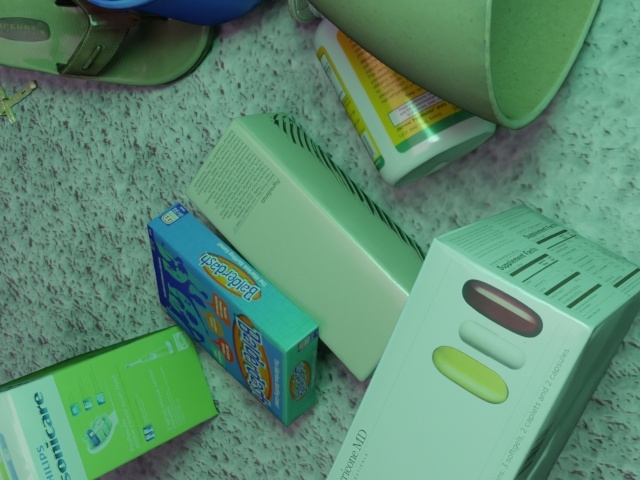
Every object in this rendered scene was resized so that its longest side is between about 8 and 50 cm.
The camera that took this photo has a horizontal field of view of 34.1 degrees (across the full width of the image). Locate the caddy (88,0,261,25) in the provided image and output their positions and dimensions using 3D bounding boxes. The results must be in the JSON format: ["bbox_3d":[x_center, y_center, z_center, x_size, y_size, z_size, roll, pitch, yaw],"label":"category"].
[{"bbox_3d":[-0.116,-0.359,0.973,0.341,0.179,0.241,-37,68,27],"label":"caddy"}]

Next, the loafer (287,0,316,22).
[{"bbox_3d":[-0.014,-0.280,1.040,0.039,0.045,0.125,22,107,53],"label":"loafer"}]

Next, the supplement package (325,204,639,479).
[{"bbox_3d":[0.149,0.125,0.918,0.145,0.204,0.261,31,114,23],"label":"supplement package"}]

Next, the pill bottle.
[{"bbox_3d":[0.065,-0.165,0.965,0.118,0.118,0.208,-32,82,31],"label":"pill bottle"}]

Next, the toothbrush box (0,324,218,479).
[{"bbox_3d":[-0.286,0.198,1.143,0.206,0.283,0.122,-19,89,31],"label":"toothbrush box"}]

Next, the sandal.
[{"bbox_3d":[-0.259,-0.226,1.143,0.303,0.086,0.120,0,102,13],"label":"sandal"}]

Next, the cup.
[{"bbox_3d":[0.085,-0.273,0.798,0.237,0.331,0.331,19,108,23],"label":"cup"}]

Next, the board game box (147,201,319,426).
[{"bbox_3d":[-0.091,0.079,1.087,0.210,0.047,0.160,39,151,25],"label":"board game box"}]

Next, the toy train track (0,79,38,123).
[{"bbox_3d":[-0.380,-0.174,1.287,0.083,0.014,0.048,-27,85,31],"label":"toy train track"}]

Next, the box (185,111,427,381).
[{"bbox_3d":[0.000,0.000,1.048,0.275,0.094,0.113,47,119,15],"label":"box"}]
